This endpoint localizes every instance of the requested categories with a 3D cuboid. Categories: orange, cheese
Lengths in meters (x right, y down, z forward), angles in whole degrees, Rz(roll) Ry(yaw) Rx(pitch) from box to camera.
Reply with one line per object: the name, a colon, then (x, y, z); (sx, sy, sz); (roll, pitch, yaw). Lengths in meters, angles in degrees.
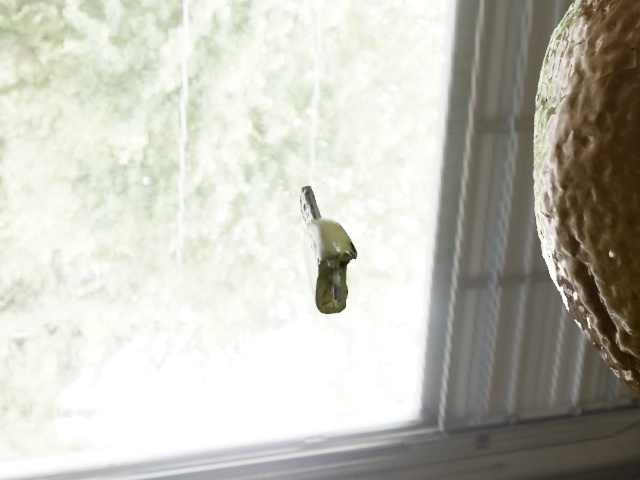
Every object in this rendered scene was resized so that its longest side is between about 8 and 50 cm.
orange: (0.301, -0.054, 0.704); (0.322, 0.322, 0.357); (178, -75, -72)
cheese: (0.001, 0.000, 1.287); (0.235, 0.049, 0.127); (-110, -164, -53)
